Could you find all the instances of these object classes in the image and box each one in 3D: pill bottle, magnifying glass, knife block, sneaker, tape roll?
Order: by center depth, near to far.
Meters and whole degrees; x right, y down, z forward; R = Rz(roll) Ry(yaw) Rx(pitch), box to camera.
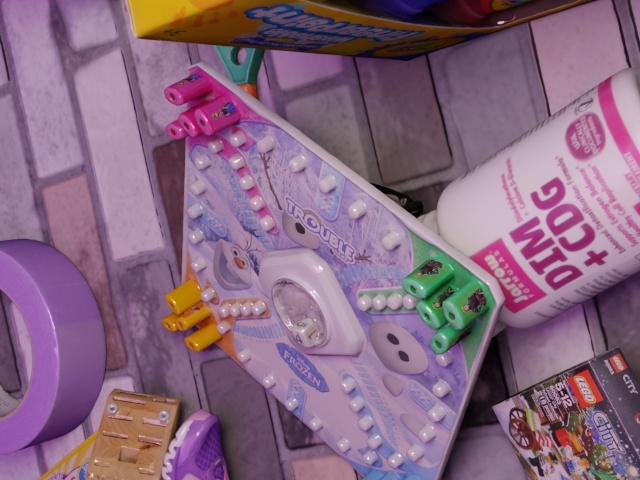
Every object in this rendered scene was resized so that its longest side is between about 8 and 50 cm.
[{"bbox_3d":[0.209,-0.018,1.025,0.283,0.160,0.160,-35,77,30],"label":"pill bottle"},{"bbox_3d":[-0.090,-0.201,1.270,0.092,0.026,0.231,-4,94,32],"label":"magnifying glass"},{"bbox_3d":[-0.126,0.315,1.311,0.104,0.095,0.237,10,105,24],"label":"sneaker"},{"bbox_3d":[-0.233,0.351,1.370,0.088,0.242,0.276,9,62,4],"label":"knife block"},{"bbox_3d":[-0.413,0.137,1.465,0.274,0.090,0.275,3,96,32],"label":"tape roll"}]

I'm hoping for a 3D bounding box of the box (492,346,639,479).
[{"bbox_3d":[0.271,0.232,1.043,0.233,0.044,0.159,63,147,11],"label":"box"}]

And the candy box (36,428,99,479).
[{"bbox_3d":[-0.321,0.339,1.464,0.206,0.027,0.105,-40,72,28],"label":"candy box"}]

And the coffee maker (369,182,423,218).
[{"bbox_3d":[0.000,0.000,1.179,0.178,0.120,0.171,30,110,26],"label":"coffee maker"}]

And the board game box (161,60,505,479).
[{"bbox_3d":[-0.020,0.071,1.123,0.390,0.050,0.390,39,144,25],"label":"board game box"}]

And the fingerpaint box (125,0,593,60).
[{"bbox_3d":[0.113,-0.270,0.892,0.371,0.444,0.163,-12,89,31],"label":"fingerpaint box"}]
